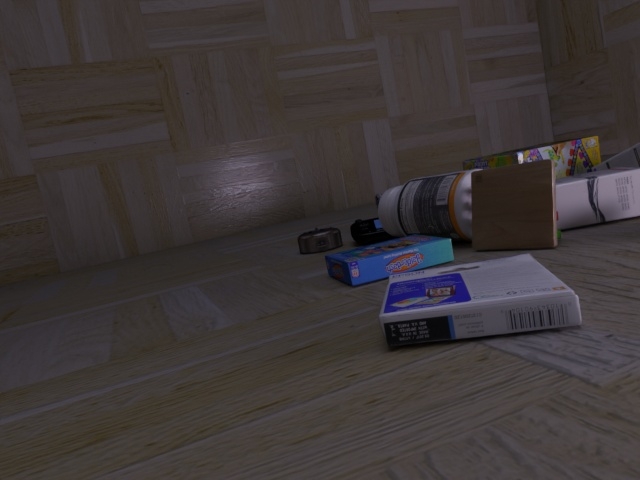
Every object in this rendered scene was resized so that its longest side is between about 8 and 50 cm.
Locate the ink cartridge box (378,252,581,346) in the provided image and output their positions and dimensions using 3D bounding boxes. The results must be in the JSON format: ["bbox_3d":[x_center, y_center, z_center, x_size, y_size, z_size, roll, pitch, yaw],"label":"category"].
[{"bbox_3d":[0.185,0.069,0.625,0.207,0.045,0.208,-10,8,13],"label":"ink cartridge box"}]

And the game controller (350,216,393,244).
[{"bbox_3d":[0.245,-0.050,1.426,0.320,0.067,0.166,-11,7,5],"label":"game controller"}]

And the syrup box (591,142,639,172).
[{"bbox_3d":[0.831,-0.195,1.281,0.093,0.096,0.237,-11,-10,-13],"label":"syrup box"}]

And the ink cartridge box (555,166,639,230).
[{"bbox_3d":[0.558,-0.089,1.088,0.238,0.100,0.172,-11,7,13],"label":"ink cartridge box"}]

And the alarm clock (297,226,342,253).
[{"bbox_3d":[0.000,0.000,1.452,0.130,0.064,0.192,-12,10,-5],"label":"alarm clock"}]

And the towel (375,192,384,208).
[{"bbox_3d":[0.324,-0.136,1.779,0.235,0.121,0.283,-12,7,2],"label":"towel"}]

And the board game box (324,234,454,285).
[{"bbox_3d":[0.132,0.034,0.989,0.211,0.047,0.160,-13,7,-13],"label":"board game box"}]

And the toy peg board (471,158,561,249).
[{"bbox_3d":[0.388,-0.062,0.969,0.079,0.160,0.161,4,-5,-44],"label":"toy peg board"}]

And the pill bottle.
[{"bbox_3d":[0.278,-0.076,1.182,0.162,0.162,0.279,-16,8,-34],"label":"pill bottle"}]

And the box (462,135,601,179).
[{"bbox_3d":[0.649,-0.201,1.543,0.280,0.176,0.290,-13,8,-13],"label":"box"}]
